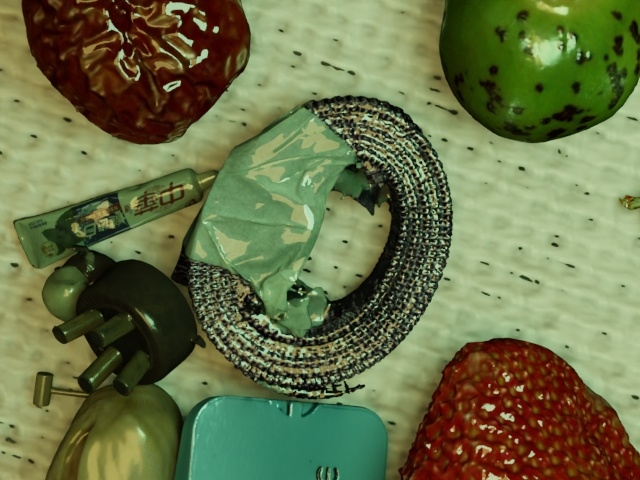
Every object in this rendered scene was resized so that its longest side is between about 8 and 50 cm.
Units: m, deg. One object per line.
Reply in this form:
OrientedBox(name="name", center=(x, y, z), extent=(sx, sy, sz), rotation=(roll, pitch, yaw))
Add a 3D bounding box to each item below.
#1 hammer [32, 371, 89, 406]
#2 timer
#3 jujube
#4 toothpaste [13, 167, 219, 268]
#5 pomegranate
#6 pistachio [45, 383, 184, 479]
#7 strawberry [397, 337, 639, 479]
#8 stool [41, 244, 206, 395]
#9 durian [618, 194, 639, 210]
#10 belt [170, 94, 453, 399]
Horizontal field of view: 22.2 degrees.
OrientedBox(name="hammer", center=(-0.261, 0.170, 1.806), extent=(0.110, 0.019, 0.035), rotation=(8, 98, -2))
OrientedBox(name="timer", center=(-0.051, 0.293, 1.759), extent=(0.232, 0.091, 0.250), rotation=(8, 87, -24))
OrientedBox(name="jujube", center=(-0.191, -0.221, 1.668), extent=(0.213, 0.213, 0.232), rotation=(-44, 93, 6))
OrientedBox(name="toothpaste", center=(-0.217, -0.031, 1.770), extent=(0.233, 0.038, 0.060), rotation=(-19, 95, 7))
OrientedBox(name="pomegranate", center=(0.214, -0.215, 1.613), extent=(0.231, 0.286, 0.231), rotation=(-3, 81, 18))
OrientedBox(name="pistachio", center=(-0.219, 0.262, 1.759), extent=(0.153, 0.138, 0.238), rotation=(12, 100, -38))
OrientedBox(name="strawberry", center=(0.208, 0.275, 1.711), extent=(0.312, 0.267, 0.351), rotation=(11, 66, -26))
OrientedBox(name="stool", center=(-0.222, 0.081, 1.713), extent=(0.217, 0.121, 0.125), rotation=(30, 140, 28))
OrientedBox(name="durian", center=(0.420, -0.032, 1.725), extent=(0.208, 0.102, 0.146), rotation=(-1, 84, 16))
OrientedBox(name="belt", center=(0.000, 0.000, 1.726), extent=(0.260, 0.122, 0.325), rotation=(29, 98, -7))
